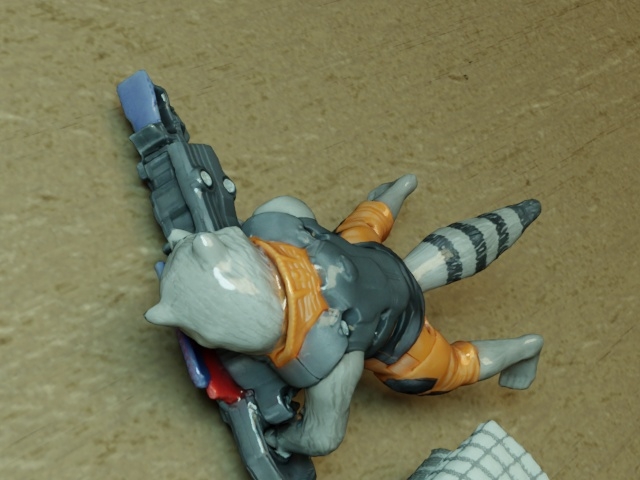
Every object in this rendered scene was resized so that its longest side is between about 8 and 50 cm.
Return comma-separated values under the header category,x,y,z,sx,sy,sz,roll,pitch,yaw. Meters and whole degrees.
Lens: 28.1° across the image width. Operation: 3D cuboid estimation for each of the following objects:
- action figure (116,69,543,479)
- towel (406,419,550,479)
category,x,y,z,sx,sy,sz,roll,pitch,yaw
action figure,0.000,0.000,0.894,0.330,0.178,0.341,-9,70,-54
towel,0.122,0.294,0.831,0.284,0.121,0.235,51,40,3
